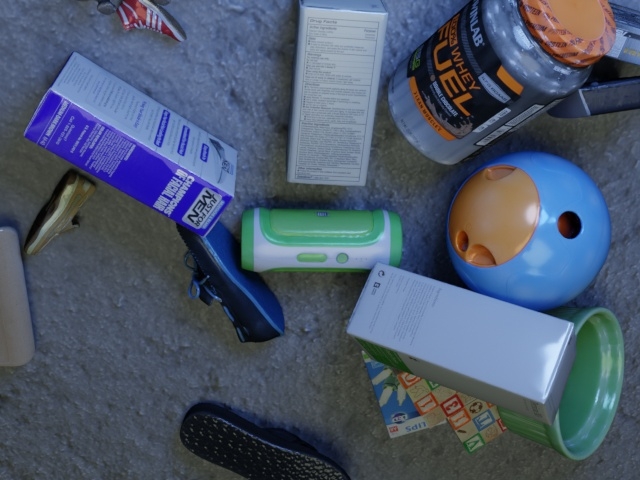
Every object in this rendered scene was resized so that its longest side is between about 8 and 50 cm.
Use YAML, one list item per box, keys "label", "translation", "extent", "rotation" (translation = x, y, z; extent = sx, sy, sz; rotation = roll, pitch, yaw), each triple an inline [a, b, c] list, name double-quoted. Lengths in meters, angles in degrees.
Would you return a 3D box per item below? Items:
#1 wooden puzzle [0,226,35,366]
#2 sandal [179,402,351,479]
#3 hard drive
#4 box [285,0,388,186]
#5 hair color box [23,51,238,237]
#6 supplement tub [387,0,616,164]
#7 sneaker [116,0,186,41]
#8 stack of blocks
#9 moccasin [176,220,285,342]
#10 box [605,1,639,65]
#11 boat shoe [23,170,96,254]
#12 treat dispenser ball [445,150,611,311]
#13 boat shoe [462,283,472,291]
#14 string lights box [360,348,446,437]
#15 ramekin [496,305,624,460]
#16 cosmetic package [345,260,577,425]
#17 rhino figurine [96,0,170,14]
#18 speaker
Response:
- label: "wooden puzzle"
  translation: [-0.749, 0.103, 1.615]
  extent: [0.347, 0.080, 0.322]
  rotation: [-1, 121, -8]
- label: "sandal"
  translation: [-0.100, 0.484, 1.877]
  extent: [0.445, 0.107, 0.168]
  rotation: [32, 116, -7]
- label: "hard drive"
  translation: [0.467, -0.241, 1.378]
  extent: [0.171, 0.255, 0.054]
  rotation: [-8, 100, 1]
- label: "box"
  translation: [0.021, -0.258, 1.415]
  extent: [0.147, 0.121, 0.311]
  rotation: [4, 120, -6]
- label: "hair color box"
  translation: [-0.309, -0.163, 1.415]
  extent: [0.338, 0.185, 0.110]
  rotation: [29, 115, -19]
- label: "supplement tub"
  translation: [0.275, -0.274, 1.299]
  extent: [0.207, 0.207, 0.338]
  rotation: [29, 146, -19]
- label: "sneaker"
  translation: [-0.284, -0.359, 1.382]
  extent: [0.118, 0.042, 0.067]
  rotation: [43, 106, -16]
- label: "stack of blocks"
  translation: [0.271, 0.304, 1.708]
  extent: [0.171, 0.087, 0.297]
  rotation: [-32, 121, 0]
- label: "moccasin"
  translation: [-0.191, 0.088, 1.603]
  extent: [0.116, 0.138, 0.342]
  rotation: [-23, 119, 15]
- label: "box"
  translation: [0.520, -0.336, 1.366]
  extent: [0.230, 0.183, 0.056]
  rotation: [12, 118, -11]
- label: "boat shoe"
  translation: [-0.484, -0.038, 1.552]
  extent: [0.072, 0.068, 0.190]
  rotation: [27, 116, -31]
- label: "treat dispenser ball"
  translation: [0.367, -0.016, 1.485]
  extent: [0.288, 0.288, 0.288]
  rotation: [-2, 121, -3]
- label: "boat shoe"
  translation: [0.364, 0.201, 1.723]
  extent: [0.092, 0.103, 0.285]
  rotation: [-4, 116, 35]
- label: "string lights box"
  translation: [0.176, 0.292, 1.780]
  extent: [0.133, 0.077, 0.260]
  rotation: [-17, 120, 4]
- label: "ramekin"
  translation: [0.477, 0.271, 1.665]
  extent: [0.148, 0.303, 0.303]
  rotation: [8, 132, 42]
- label: "cosmetic package"
  translation: [0.256, 0.181, 1.483]
  extent: [0.365, 0.155, 0.197]
  rotation: [18, 164, 27]
- label: "rhino figurine"
  translation: [-0.265, -0.430, 1.310]
  extent: [0.243, 0.106, 0.073]
  rotation: [-9, 153, 0]
- label: "speaker"
  translation: [0.000, 0.000, 1.565]
  extent: [0.296, 0.131, 0.131]
  rotation: [1, 121, -4]
